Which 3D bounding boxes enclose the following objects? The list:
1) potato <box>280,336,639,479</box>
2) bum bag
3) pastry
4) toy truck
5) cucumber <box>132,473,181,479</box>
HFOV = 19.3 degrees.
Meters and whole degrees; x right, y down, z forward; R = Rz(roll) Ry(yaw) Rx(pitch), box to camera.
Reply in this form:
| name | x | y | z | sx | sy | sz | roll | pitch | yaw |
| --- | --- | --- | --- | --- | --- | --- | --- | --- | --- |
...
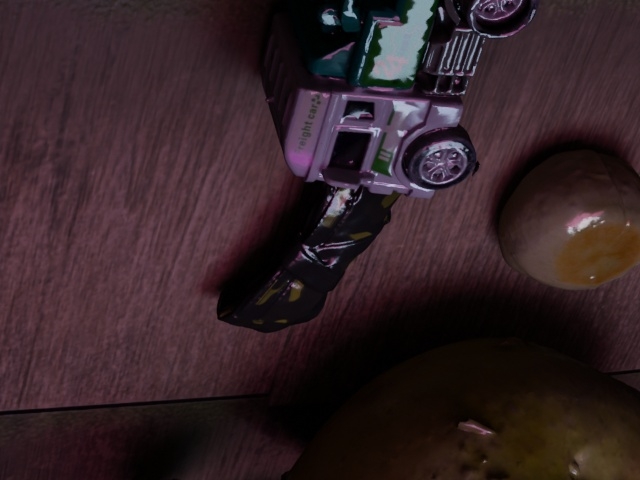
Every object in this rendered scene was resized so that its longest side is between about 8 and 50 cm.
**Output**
| name | x | y | z | sx | sy | sz | roll | pitch | yaw |
| --- | --- | --- | --- | --- | --- | --- | --- | --- | --- |
| potato | 0.214 | 0.276 | 1.867 | 0.442 | 0.385 | 0.319 | 34 | 103 | -36 |
| bum bag | 0.000 | 0.000 | 1.714 | 0.107 | 0.060 | 0.232 | 8 | 131 | -44 |
| pastry | 0.247 | -0.014 | 1.802 | 0.156 | 0.092 | 0.156 | -9 | 137 | -8 |
| toy truck | 0.059 | -0.204 | 1.466 | 0.178 | 0.176 | 0.363 | 0 | 132 | -15 |
| cucumber | -0.118 | 0.295 | 1.823 | 0.134 | 0.244 | 0.134 | -16 | 121 | -28 |
